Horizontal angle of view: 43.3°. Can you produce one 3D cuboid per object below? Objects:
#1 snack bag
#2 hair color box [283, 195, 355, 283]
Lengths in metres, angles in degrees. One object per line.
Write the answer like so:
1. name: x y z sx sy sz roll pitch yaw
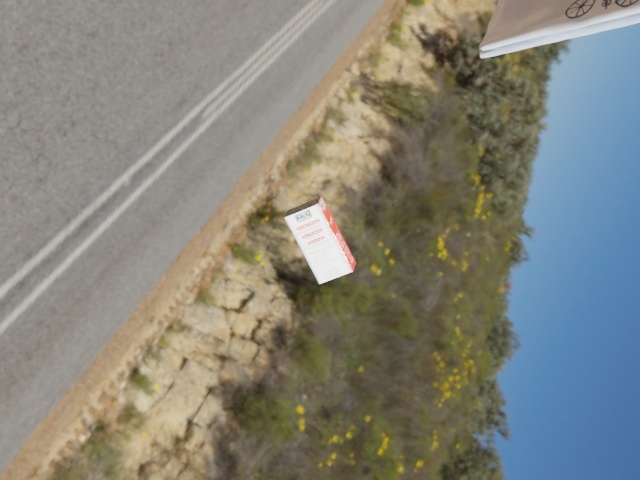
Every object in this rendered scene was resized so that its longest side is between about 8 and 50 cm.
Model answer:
1. snack bag: 0.346 -0.363 0.871 0.323 0.037 0.342 -2 -122 50
2. hair color box: 0.000 0.000 1.431 0.072 0.141 0.043 -21 -162 18
